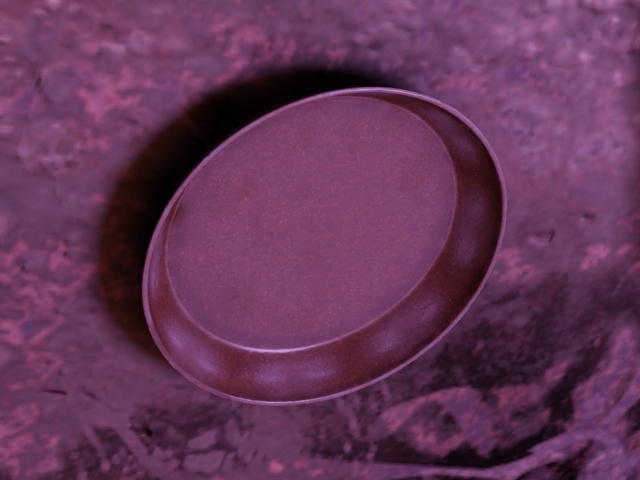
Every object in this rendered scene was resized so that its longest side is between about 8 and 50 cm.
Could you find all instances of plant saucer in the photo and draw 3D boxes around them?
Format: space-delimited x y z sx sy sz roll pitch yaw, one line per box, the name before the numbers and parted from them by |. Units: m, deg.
plant saucer | 0.000 0.000 0.678 0.168 0.029 0.168 -13 130 -16
